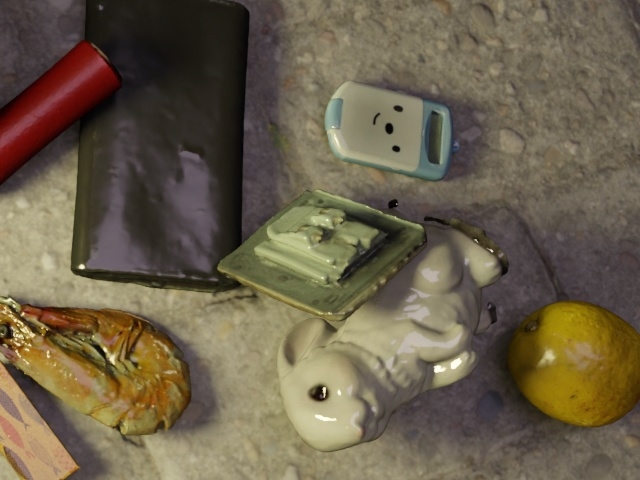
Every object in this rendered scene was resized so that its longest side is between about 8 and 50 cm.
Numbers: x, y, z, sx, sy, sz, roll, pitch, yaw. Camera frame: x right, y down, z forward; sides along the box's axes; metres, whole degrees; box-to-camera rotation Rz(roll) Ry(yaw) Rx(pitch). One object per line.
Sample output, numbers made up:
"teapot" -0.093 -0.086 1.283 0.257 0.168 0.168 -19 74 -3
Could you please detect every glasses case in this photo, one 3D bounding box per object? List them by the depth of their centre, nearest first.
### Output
"glasses case" -0.366 0.225 1.560 0.065 0.041 0.170 -37 92 -14

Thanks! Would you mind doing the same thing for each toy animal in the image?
"toy animal" 0.074 0.122 1.672 0.258 0.193 0.357 30 56 33

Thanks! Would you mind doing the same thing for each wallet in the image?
"wallet" -0.207 -0.140 1.710 0.229 0.062 0.405 6 73 -19

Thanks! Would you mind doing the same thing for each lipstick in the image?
"lipstick" -0.358 -0.149 1.611 0.241 0.080 0.080 -42 93 -10

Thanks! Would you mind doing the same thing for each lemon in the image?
"lemon" 0.359 0.171 1.789 0.207 0.170 0.170 29 67 -16

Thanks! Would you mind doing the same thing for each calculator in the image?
"calculator" 0.104 -0.155 1.846 0.210 0.039 0.121 12 73 -19

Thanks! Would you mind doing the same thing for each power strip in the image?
"power strip" 0.000 0.000 1.631 0.198 0.213 0.064 -43 136 -35

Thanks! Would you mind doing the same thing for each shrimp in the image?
"shrimp" -0.292 0.135 1.606 0.294 0.062 0.154 30 55 -14
